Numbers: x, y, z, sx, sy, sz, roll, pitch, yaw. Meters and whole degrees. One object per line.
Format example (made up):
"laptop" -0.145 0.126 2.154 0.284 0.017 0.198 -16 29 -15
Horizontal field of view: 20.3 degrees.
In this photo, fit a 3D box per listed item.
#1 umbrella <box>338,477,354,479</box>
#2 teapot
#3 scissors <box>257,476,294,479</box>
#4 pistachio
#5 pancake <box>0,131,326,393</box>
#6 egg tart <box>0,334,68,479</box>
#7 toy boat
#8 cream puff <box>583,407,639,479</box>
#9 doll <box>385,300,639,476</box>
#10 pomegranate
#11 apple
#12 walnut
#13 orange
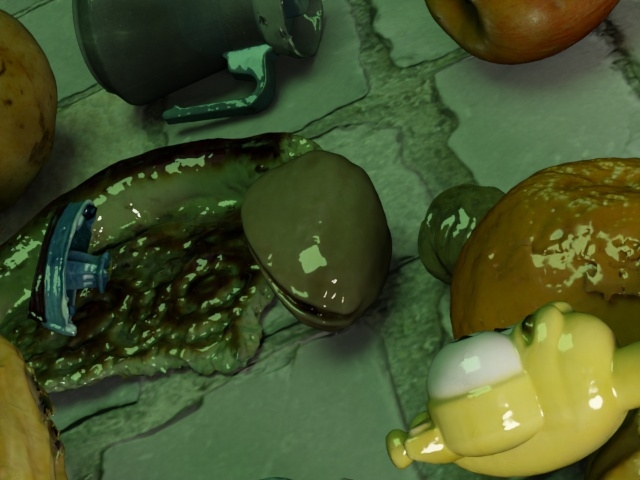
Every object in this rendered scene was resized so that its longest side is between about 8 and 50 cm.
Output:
"umbrella" 0.090 0.267 1.049 0.106 0.113 0.358 -41 38 -12
"teapot" -0.121 -0.218 1.799 0.225 0.171 0.203 -7 72 20
"scissors" -0.130 0.331 1.110 0.383 0.029 0.256 -33 51 22
"pistachio" 0.000 0.000 1.452 0.126 0.108 0.185 7 37 -21
"pancake" -0.197 0.034 1.599 0.427 0.067 0.304 -16 38 17
"egg tart" -0.373 0.237 1.315 0.443 0.178 0.443 -9 59 16
"toy boat" -0.212 0.025 1.546 0.061 0.060 0.137 7 49 4
"cream puff" 0.274 0.165 0.972 0.282 0.185 0.281 -3 83 23
"doll" 0.163 0.063 0.912 0.291 0.086 0.117 -19 -4 30
"pomegranate" -0.392 -0.129 1.801 0.260 0.260 0.260 -20 35 15
"apple" 0.185 -0.245 1.587 0.173 0.160 0.195 -43 38 -13
"walnut" 0.119 -0.004 1.403 0.092 0.092 0.092 -20 35 15
"orange" 0.194 0.042 1.182 0.219 0.193 0.219 -5 3 0
